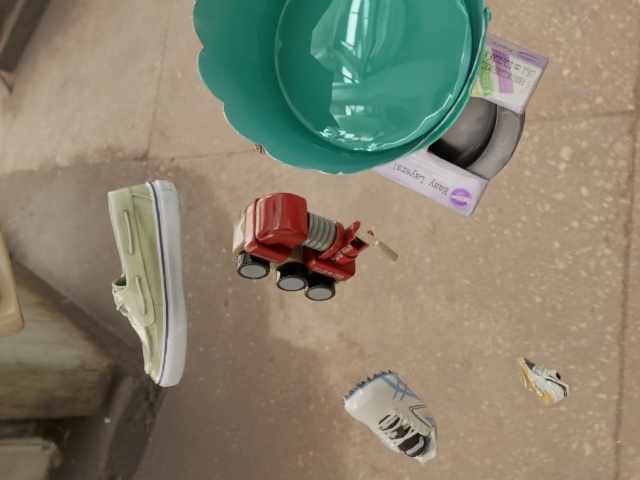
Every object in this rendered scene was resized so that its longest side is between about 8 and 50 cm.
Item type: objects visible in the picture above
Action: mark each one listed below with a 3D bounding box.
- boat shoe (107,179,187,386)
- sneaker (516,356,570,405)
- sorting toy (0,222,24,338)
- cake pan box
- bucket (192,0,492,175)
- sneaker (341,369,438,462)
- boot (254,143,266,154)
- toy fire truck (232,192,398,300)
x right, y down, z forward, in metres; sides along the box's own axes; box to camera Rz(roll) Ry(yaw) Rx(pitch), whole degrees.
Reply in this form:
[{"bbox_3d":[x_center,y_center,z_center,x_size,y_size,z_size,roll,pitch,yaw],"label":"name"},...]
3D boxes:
[{"bbox_3d":[-0.246,0.065,0.947,0.109,0.094,0.303,-152,59,-64],"label":"boat shoe"},{"bbox_3d":[0.264,0.164,0.793,0.083,0.036,0.032,-121,14,-63],"label":"sneaker"},{"bbox_3d":[-0.653,0.079,1.062,0.041,0.307,0.229,126,126,-72],"label":"sorting toy"},{"bbox_3d":[0.162,-0.192,0.971,0.266,0.070,0.246,29,127,12],"label":"cake pan box"},{"bbox_3d":[0.032,-0.203,0.686,0.280,0.183,0.282,3,100,16],"label":"bucket"},{"bbox_3d":[0.107,0.246,0.922,0.085,0.237,0.086,-39,50,6],"label":"sneaker"},{"bbox_3d":[-0.052,-0.217,1.319,0.157,0.084,0.059,-27,71,42],"label":"boot"},{"bbox_3d":[0.000,0.000,1.107,0.246,0.217,0.159,-36,43,41],"label":"toy fire truck"}]
